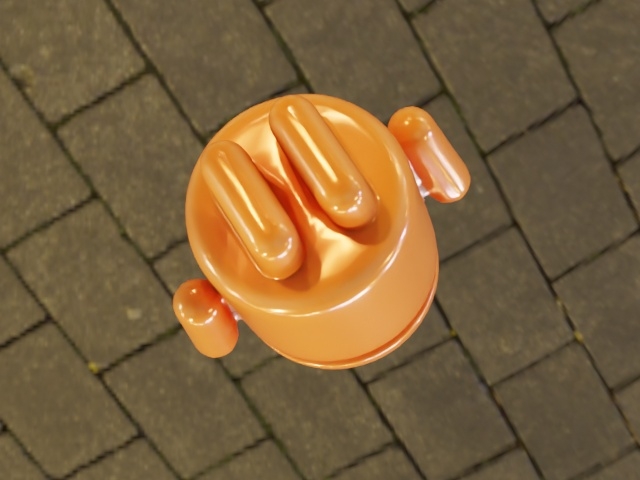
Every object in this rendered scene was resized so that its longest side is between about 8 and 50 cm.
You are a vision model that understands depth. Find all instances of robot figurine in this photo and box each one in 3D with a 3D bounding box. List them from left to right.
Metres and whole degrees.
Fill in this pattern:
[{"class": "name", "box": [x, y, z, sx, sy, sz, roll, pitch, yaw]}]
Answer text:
[{"class": "robot figurine", "box": [0.002, -0.001, 0.779, 0.128, 0.219, 0.158, 16, 75, 16]}]
